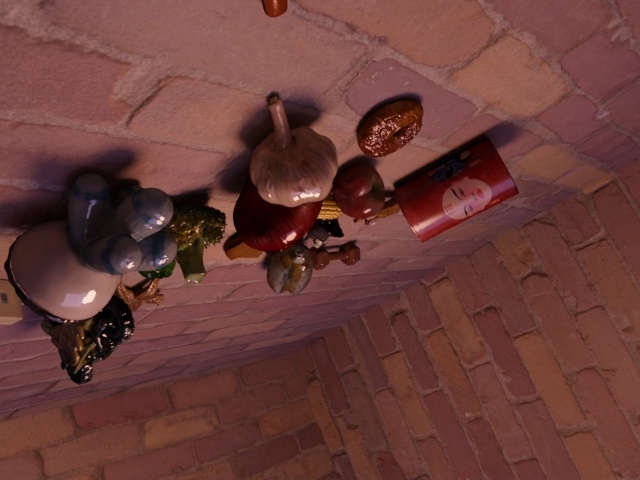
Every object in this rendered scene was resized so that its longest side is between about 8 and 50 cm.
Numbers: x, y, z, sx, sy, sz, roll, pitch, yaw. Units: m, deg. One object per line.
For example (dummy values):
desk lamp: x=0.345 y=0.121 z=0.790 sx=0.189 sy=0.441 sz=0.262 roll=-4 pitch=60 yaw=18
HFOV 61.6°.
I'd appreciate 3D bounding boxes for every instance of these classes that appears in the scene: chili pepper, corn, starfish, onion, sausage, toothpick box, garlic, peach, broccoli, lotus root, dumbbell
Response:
chili pepper: x=-0.476 y=0.051 z=1.416 sx=0.099 sy=0.083 sz=0.253 roll=-20 pitch=161 yaw=22
corn: x=-0.033 y=-0.103 z=1.502 sx=0.081 sy=0.081 sz=0.248 roll=-35 pitch=158 yaw=33
starfish: x=-0.592 y=0.176 z=1.694 sx=0.235 sy=0.062 sz=0.277 roll=2 pitch=154 yaw=-42
onion: x=-0.108 y=-0.080 z=1.279 sx=0.161 sy=0.248 sz=0.248 roll=27 pitch=132 yaw=-35
sausage: x=-0.071 y=-0.372 z=0.755 sx=0.039 sy=0.041 sz=0.131 roll=-16 pitch=161 yaw=-4
toothpick box: x=0.427 y=-0.156 z=1.708 sx=0.333 sy=0.204 sz=0.204 roll=-30 pitch=161 yaw=17
garlic: x=-0.060 y=-0.195 z=1.113 sx=0.199 sy=0.199 sz=0.226 roll=-20 pitch=136 yaw=-9
peach: x=0.100 y=-0.133 z=1.497 sx=0.152 sy=0.152 sz=0.152 roll=-21 pitch=162 yaw=-7
broccoli: x=-0.312 y=0.008 z=1.308 sx=0.219 sy=0.194 sz=0.194 roll=-25 pitch=163 yaw=26
lotus root: x=-0.099 y=0.081 z=1.871 sx=0.158 sy=0.140 sz=0.322 roll=7 pitch=148 yaw=-10
dumbbell: x=0.055 y=0.059 z=2.064 sx=0.231 sy=0.092 sz=0.082 roll=-6 pitch=-175 yaw=-43

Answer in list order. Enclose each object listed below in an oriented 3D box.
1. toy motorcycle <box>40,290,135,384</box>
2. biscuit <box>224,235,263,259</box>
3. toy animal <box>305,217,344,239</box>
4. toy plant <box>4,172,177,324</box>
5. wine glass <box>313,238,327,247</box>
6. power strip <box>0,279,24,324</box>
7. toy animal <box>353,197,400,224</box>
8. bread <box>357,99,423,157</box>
toy motorcycle: x=-0.650 y=0.239 z=1.498 sx=0.410 sy=0.237 sz=0.168 roll=-40 pitch=171 yaw=36
biscuit: x=-0.189 y=0.011 z=1.650 sx=0.228 sy=0.031 sz=0.176 roll=-8 pitch=160 yaw=3
toy animal: x=0.029 y=-0.037 z=1.713 sx=0.121 sy=0.117 sz=0.210 roll=-20 pitch=161 yaw=-30
toy plant: x=-0.434 y=-0.003 z=1.091 sx=0.332 sy=0.247 sz=0.247 roll=-34 pitch=159 yaw=19
wine glass: x=0.000 y=0.000 z=1.901 sx=0.042 sy=0.039 sz=0.083 roll=-26 pitch=166 yaw=-20
power strip: x=-0.810 y=0.127 z=1.181 sx=0.043 sy=0.106 sz=0.367 roll=-24 pitch=163 yaw=14
toy animal: x=0.194 y=-0.094 z=1.761 sx=0.149 sy=0.054 sz=0.275 roll=-23 pitch=179 yaw=14
bread: x=0.174 y=-0.269 z=1.313 sx=0.193 sy=0.064 sz=0.193 roll=-24 pitch=161 yaw=-9
